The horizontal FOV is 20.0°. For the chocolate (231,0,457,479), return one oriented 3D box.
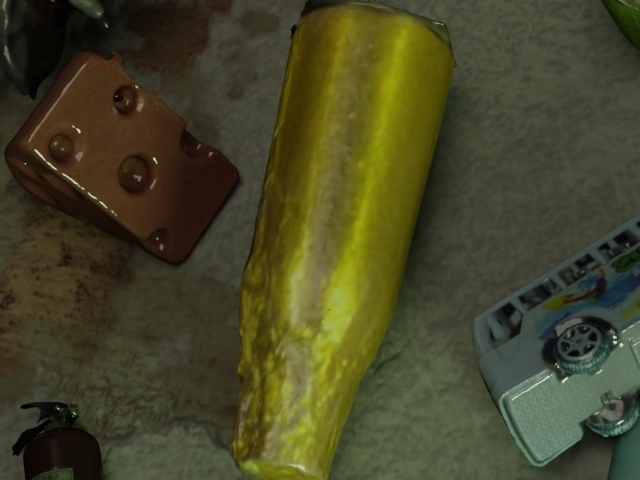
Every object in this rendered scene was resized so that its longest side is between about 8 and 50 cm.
[{"bbox_3d":[0.000,0.000,1.613,0.162,0.162,0.445,5,66,20],"label":"chocolate"}]

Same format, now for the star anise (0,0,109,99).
[{"bbox_3d":[-0.308,-0.279,1.833,0.359,0.139,0.315,-19,44,32],"label":"star anise"}]

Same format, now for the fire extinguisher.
[{"bbox_3d":[-0.235,0.236,1.612,0.099,0.071,0.231,-35,52,30],"label":"fire extinguisher"}]

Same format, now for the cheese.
[{"bbox_3d":[-0.214,-0.088,1.761,0.177,0.203,0.128,12,67,57],"label":"cheese"}]

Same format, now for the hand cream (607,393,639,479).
[{"bbox_3d":[0.258,0.255,1.458,0.111,0.070,0.312,10,58,24],"label":"hand cream"}]

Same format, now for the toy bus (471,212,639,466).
[{"bbox_3d":[0.280,0.048,1.523,0.330,0.109,0.136,-32,39,-2],"label":"toy bus"}]

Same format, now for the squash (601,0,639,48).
[{"bbox_3d":[0.327,-0.251,1.667,0.170,0.123,0.170,-7,60,13],"label":"squash"}]
